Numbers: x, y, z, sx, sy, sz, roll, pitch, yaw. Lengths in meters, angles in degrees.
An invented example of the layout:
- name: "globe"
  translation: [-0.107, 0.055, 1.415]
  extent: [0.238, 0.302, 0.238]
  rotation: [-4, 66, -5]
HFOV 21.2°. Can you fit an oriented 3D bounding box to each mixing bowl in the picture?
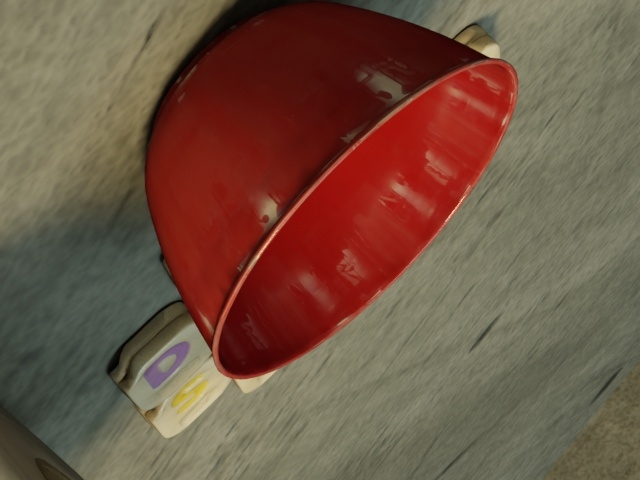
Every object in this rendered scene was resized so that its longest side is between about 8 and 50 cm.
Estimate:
- name: "mixing bowl"
  translation: [-0.010, -0.037, 0.754]
  extent: [0.181, 0.098, 0.181]
  rotation: [-40, 160, -18]

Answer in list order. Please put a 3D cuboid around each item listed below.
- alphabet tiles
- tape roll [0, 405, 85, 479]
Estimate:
- name: "alphabet tiles"
  translation: [0.000, 0.000, 0.983]
  extent: [0.284, 0.021, 0.278]
  rotation: [-43, 161, -10]
- name: "tape roll"
  translation: [-0.137, 0.198, 0.735]
  extent: [0.169, 0.246, 0.246]
  rotation: [-44, 162, -5]
